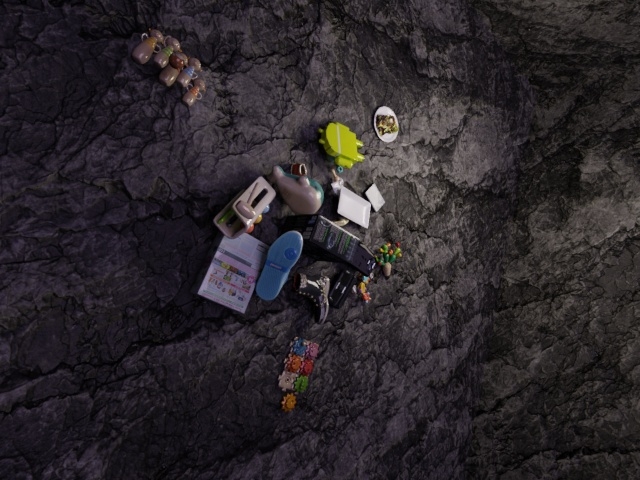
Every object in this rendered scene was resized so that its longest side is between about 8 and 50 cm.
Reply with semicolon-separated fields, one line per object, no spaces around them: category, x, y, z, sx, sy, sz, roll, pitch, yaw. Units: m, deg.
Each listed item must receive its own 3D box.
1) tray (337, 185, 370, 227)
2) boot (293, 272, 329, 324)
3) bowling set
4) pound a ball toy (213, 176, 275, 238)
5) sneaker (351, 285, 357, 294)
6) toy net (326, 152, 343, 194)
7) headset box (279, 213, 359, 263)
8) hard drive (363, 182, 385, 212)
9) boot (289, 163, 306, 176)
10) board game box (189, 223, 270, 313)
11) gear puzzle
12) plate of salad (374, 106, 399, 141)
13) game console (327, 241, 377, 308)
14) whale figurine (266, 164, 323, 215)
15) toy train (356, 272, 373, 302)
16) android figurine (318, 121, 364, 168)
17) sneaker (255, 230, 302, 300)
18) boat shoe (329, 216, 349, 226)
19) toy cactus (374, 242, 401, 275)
tray;0.169;-0.167;2.130;0.270;0.030;0.145;23;71;-47
boot;-0.050;0.271;1.950;0.179;0.085;0.236;15;74;-36
bowling set;-0.511;-0.650;1.505;0.287;0.200;0.154;42;64;-36
pound a ball toy;-0.267;-0.128;1.612;0.135;0.208;0.319;50;35;-17
sneaker;0.167;0.242;2.163;0.037;0.032;0.083;-47;121;-47
toy net;0.088;-0.345;2.085;0.122;0.045;0.232;0;92;-41
headset box;0.000;0.000;1.882;0.283;0.246;0.131;29;73;-35
hard drive;0.295;-0.235;2.263;0.094;0.022;0.135;-48;118;-28
boot;-0.100;-0.280;1.906;0.059;0.085;0.157;-9;97;-40
board game box;-0.363;0.117;1.687;0.224;0.098;0.303;33;69;-33
gear puzzle;-0.111;0.631;1.925;0.176;0.044;0.338;30;72;-35
plate of salad;0.378;-0.654;2.312;0.200;0.048;0.199;-1;92;-39
game console;0.136;0.171;2.104;0.213;0.044;0.361;36;74;-17
whale figurine;-0.105;-0.237;1.835;0.272;0.216;0.141;39;52;-3
toy train;0.233;0.245;2.206;0.125;0.046;0.166;34;63;-52
android figurine;0.102;-0.479;2.042;0.273;0.056;0.248;12;64;-35
sneaker;-0.167;0.085;1.762;0.127;0.208;0.319;31;102;-1
boat shoe;0.082;-0.094;2.073;0.153;0.056;0.048;-25;111;-29
toy cactus;0.377;0.108;2.293;0.219;0.112;0.180;-24;115;-45
